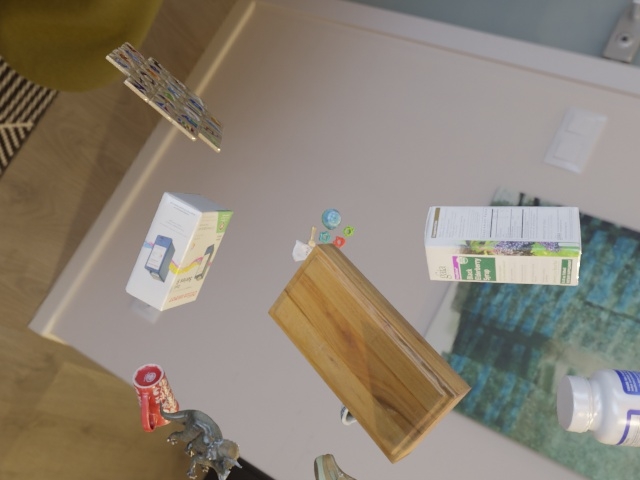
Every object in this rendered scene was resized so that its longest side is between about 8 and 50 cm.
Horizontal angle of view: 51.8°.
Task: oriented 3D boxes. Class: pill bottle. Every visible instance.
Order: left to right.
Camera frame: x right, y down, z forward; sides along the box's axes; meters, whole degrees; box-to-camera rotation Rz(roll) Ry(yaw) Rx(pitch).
[{"bbox_3d":[0.636,0.342,1.347,0.152,0.272,0.152,4,90,-86],"label":"pill bottle"}]

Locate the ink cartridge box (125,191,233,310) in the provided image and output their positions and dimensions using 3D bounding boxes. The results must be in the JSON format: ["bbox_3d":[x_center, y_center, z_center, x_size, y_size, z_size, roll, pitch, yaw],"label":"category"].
[{"bbox_3d":[-0.277,0.019,1.306,0.212,0.093,0.154,-64,167,9],"label":"ink cartridge box"}]

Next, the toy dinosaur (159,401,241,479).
[{"bbox_3d":[-0.332,0.556,1.854,0.160,0.313,0.121,-49,150,12],"label":"toy dinosaur"}]

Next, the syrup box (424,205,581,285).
[{"bbox_3d":[0.293,0.007,1.072,0.093,0.237,0.096,71,26,-47],"label":"syrup box"}]

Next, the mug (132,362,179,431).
[{"bbox_3d":[-0.483,0.463,1.938,0.113,0.150,0.169,-16,130,-15],"label":"mug"}]

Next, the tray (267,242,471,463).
[{"bbox_3d":[0.082,0.217,1.331,0.076,0.411,0.202,-4,134,-55],"label":"tray"}]

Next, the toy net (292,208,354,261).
[{"bbox_3d":[0.000,0.000,2.204,0.232,0.045,0.122,-42,103,-16],"label":"toy net"}]

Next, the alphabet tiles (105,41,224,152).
[{"bbox_3d":[-0.324,-0.314,1.425,0.011,0.285,0.342,-46,-160,13],"label":"alphabet tiles"}]

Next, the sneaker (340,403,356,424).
[{"bbox_3d":[0.155,0.366,1.518,0.090,0.235,0.095,60,23,-13],"label":"sneaker"}]

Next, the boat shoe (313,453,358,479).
[{"bbox_3d":[0.044,0.360,0.917,0.072,0.190,0.068,-30,118,0],"label":"boat shoe"}]
